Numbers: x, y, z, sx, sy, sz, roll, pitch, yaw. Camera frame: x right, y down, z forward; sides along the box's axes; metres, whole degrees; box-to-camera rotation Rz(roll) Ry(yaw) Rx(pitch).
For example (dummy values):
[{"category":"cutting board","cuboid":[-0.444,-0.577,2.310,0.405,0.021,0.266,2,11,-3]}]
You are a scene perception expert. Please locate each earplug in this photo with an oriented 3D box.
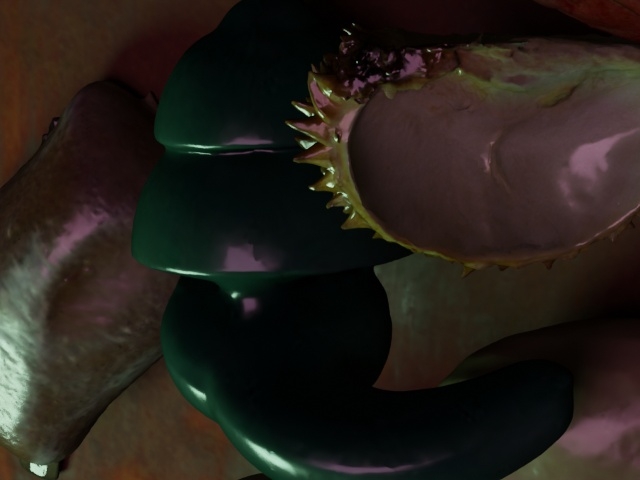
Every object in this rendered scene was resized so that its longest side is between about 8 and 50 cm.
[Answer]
[{"category":"earplug","cuboid":[-0.003,0.001,1.025,0.257,0.164,0.280,-2,96,63]}]

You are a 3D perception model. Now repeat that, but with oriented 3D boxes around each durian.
[{"category":"durian","cuboid":[0.106,-0.073,0.940,0.252,0.144,0.139,6,146,-8]}]

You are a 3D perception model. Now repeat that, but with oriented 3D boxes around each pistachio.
[{"category":"pistachio","cuboid":[0.154,0.110,1.042,0.206,0.131,0.129,-7,152,31]}]

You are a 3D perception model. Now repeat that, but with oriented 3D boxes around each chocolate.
[{"category":"chocolate","cuboid":[-0.167,0.032,1.188,0.161,0.083,0.261,41,116,1]}]

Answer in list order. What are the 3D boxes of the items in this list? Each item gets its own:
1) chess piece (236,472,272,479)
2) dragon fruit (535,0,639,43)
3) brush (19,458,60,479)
[{"category":"chess piece","cuboid":[-0.066,0.297,1.241,0.182,0.182,0.330,33,120,12]},{"category":"dragon fruit","cuboid":[0.159,-0.217,0.820,0.244,0.244,0.299,-39,80,37]},{"category":"brush","cuboid":[-0.188,0.090,1.286,0.034,0.027,0.190,22,122,17]}]
